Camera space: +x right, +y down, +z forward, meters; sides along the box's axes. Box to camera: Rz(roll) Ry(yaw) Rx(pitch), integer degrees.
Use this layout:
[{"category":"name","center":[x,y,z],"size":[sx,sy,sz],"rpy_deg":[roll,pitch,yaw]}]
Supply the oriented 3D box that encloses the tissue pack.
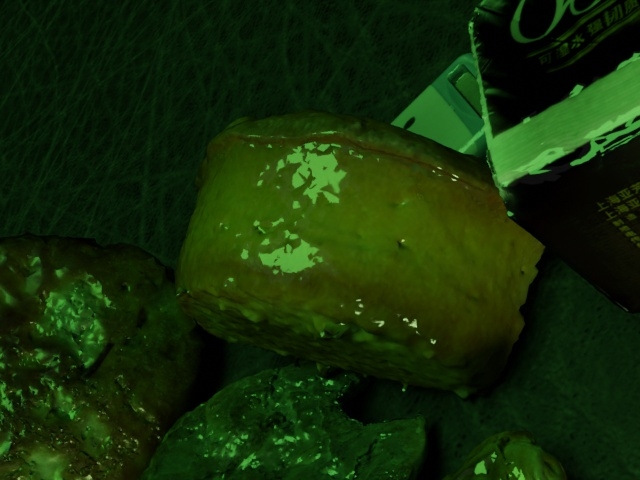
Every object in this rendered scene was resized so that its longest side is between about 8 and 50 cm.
[{"category":"tissue pack","center":[0.299,-0.124,0.618],"size":[0.370,0.210,0.198],"rpy_deg":[-28,42,31]}]

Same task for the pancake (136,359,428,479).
[{"category":"pancake","center":[-0.037,0.186,0.825],"size":[0.254,0.037,0.253],"rpy_deg":[-17,31,10]}]

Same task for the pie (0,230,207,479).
[{"category":"pie","center":[-0.268,0.152,0.993],"size":[0.354,0.288,0.103],"rpy_deg":[-56,-4,-27]}]

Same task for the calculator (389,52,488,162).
[{"category":"calculator","center":[0.107,-0.088,0.945],"size":[0.210,0.039,0.121],"rpy_deg":[-44,40,15]}]

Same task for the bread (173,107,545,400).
[{"category":"bread","center":[0.000,0.000,0.825],"size":[0.340,0.179,0.194],"rpy_deg":[8,72,34]}]

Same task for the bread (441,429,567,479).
[{"category":"bread","center":[0.033,0.272,0.728],"size":[0.367,0.077,0.084],"rpy_deg":[-47,39,13]}]
